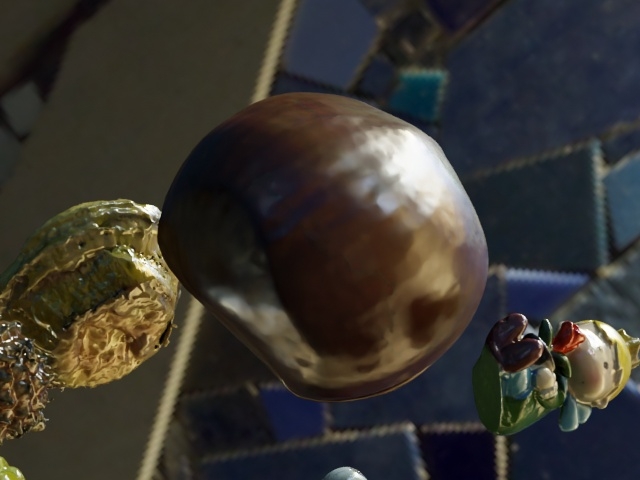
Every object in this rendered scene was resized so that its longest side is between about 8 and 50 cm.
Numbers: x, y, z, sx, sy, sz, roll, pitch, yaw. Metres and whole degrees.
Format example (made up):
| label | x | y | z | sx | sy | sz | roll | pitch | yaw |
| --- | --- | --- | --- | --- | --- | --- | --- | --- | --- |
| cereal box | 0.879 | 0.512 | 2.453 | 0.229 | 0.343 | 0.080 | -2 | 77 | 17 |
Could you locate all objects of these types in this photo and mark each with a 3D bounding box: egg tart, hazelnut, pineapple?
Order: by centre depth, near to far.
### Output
| label | x | y | z | sx | sy | sz | roll | pitch | yaw |
| --- | --- | --- | --- | --- | --- | --- | --- | --- | --- |
| pineapple | -0.411 | 0.179 | 2.061 | 0.166 | 0.193 | 0.166 | -30 | 32 | 21 |
| hazelnut | 0.000 | 0.000 | 2.168 | 0.402 | 0.429 | 0.402 | -36 | -21 | -16 |
| egg tart | -0.323 | 0.103 | 2.381 | 0.352 | 0.150 | 0.352 | -24 | -40 | -22 |

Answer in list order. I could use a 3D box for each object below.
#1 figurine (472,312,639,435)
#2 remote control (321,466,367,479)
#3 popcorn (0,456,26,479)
| label | x | y | z | sx | sy | sz | roll | pitch | yaw |
| --- | --- | --- | --- | --- | --- | --- | --- | --- | --- |
| figurine | 0.308 | 0.146 | 2.072 | 0.234 | 0.127 | 0.185 | -15 | -49 | -15 |
| remote control | -0.020 | 0.421 | 2.313 | 0.244 | 0.087 | 0.047 | -47 | 33 | -8 |
| popcorn | -0.387 | 0.329 | 1.757 | 0.204 | 0.221 | 0.184 | 2 | -30 | -9 |
